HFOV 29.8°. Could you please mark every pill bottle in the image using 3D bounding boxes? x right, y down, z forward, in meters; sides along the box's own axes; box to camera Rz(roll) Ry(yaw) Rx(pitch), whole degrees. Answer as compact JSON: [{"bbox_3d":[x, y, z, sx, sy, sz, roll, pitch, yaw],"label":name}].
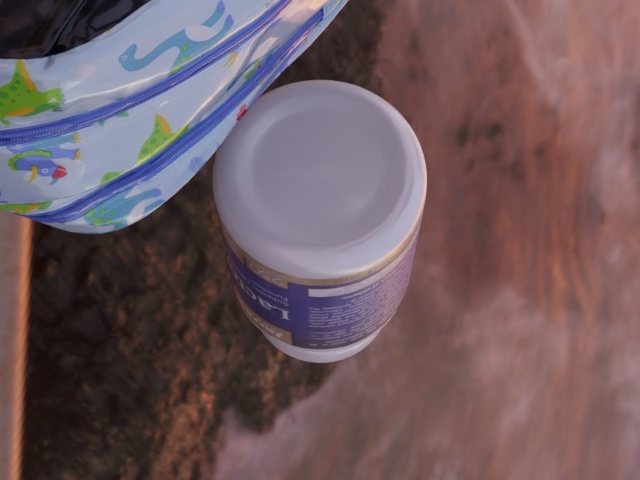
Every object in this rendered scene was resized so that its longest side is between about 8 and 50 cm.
[{"bbox_3d":[0.000,0.000,0.951,0.265,0.153,0.153,89,23,-67],"label":"pill bottle"}]

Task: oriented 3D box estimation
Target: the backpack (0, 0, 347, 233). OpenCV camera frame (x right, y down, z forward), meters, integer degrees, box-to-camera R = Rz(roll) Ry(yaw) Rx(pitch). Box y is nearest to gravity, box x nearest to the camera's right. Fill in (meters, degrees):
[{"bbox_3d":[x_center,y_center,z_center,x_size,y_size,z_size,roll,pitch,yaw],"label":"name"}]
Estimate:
[{"bbox_3d":[-0.117,-0.178,0.695,0.355,0.290,0.273,-52,164,-41],"label":"backpack"}]
